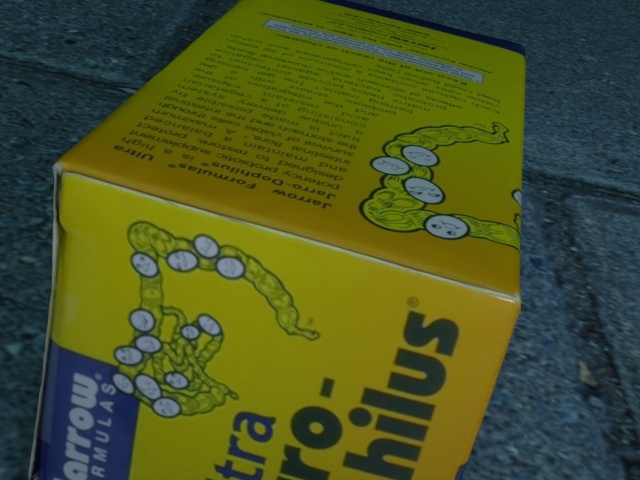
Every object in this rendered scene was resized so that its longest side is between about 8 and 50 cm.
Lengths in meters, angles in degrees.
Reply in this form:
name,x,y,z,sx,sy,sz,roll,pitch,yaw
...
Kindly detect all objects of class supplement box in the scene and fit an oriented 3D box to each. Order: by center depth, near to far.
name,x,y,z,sx,sy,sz,roll,pitch,yaw
supplement box,0.000,0.000,0.581,0.195,0.194,0.356,15,29,4
